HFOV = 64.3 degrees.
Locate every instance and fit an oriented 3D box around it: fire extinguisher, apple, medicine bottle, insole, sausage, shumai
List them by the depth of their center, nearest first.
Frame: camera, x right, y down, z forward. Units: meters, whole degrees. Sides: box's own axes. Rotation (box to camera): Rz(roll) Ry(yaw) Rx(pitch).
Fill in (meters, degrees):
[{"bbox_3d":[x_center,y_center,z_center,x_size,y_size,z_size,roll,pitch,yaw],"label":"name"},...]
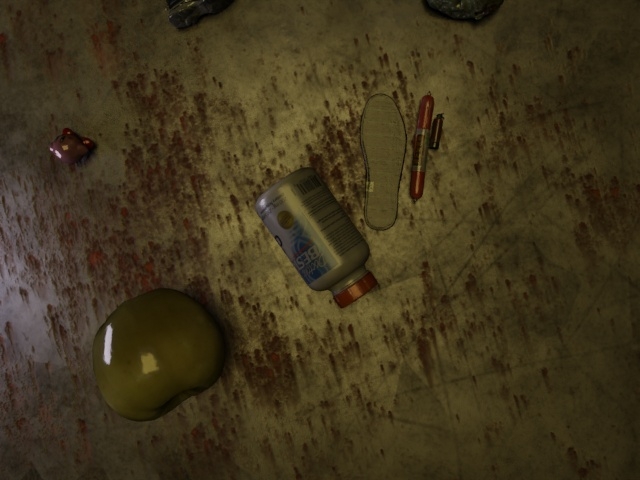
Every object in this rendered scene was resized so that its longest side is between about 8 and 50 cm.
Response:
[{"bbox_3d":[-0.336,0.234,1.050,0.263,0.262,0.262,0,89,3],"label":"apple"},{"bbox_3d":[0.000,0.000,1.080,0.157,0.157,0.288,-35,87,2],"label":"medicine bottle"},{"bbox_3d":[0.325,-0.577,1.084,0.184,0.142,0.184,0,88,6],"label":"shumai"},{"bbox_3d":[0.225,-0.206,1.135,0.034,0.034,0.253,6,90,3],"label":"sausage"},{"bbox_3d":[0.262,-0.246,1.140,0.028,0.022,0.083,11,88,-35],"label":"fire extinguisher"},{"bbox_3d":[0.137,-0.177,1.150,0.110,0.012,0.309,4,89,2],"label":"insole"}]

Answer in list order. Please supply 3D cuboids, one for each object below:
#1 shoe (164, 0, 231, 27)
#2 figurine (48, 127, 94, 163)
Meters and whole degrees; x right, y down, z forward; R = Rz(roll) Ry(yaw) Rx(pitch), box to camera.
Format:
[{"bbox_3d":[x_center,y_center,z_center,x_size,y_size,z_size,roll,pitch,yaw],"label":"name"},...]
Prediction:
[{"bbox_3d":[-0.281,-0.562,1.154,0.169,0.071,0.099,-26,81,3],"label":"shoe"},{"bbox_3d":[-0.568,-0.209,1.159,0.083,0.071,0.067,14,131,11],"label":"figurine"}]
